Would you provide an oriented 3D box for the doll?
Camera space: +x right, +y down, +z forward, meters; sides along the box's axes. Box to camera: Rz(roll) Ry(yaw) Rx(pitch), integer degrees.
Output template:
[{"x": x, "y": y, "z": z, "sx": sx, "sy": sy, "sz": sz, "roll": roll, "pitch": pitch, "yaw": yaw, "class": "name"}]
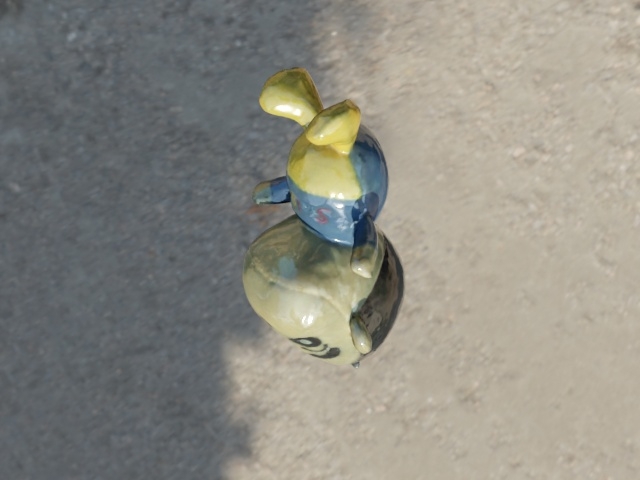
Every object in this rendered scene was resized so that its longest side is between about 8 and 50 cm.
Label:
[{"x": 0.000, "y": 0.000, "z": 0.630, "sx": 0.102, "sy": 0.089, "sz": 0.179, "roll": 39, "pitch": 152, "yaw": 48, "class": "doll"}]
